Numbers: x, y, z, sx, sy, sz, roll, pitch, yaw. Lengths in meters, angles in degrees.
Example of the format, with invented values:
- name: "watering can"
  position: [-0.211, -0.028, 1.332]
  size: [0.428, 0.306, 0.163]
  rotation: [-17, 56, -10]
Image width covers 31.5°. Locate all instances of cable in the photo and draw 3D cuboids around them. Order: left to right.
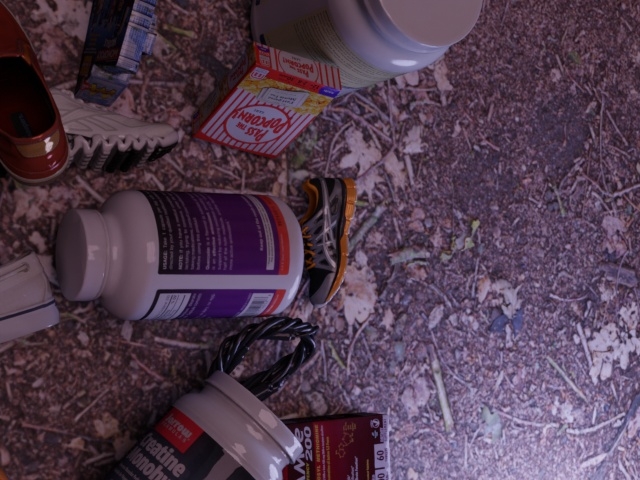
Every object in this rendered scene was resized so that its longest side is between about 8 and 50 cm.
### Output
- name: "cable"
  position: [-0.084, 0.169, 1.684]
  size: [0.184, 0.047, 0.150]
  rotation: [-33, 137, -8]

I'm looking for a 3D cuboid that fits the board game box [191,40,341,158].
- name: "board game box"
  position: [-0.082, -0.204, 1.681]
  size: [0.147, 0.193, 0.045]
  rotation: [12, 55, -31]

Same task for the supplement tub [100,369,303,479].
- name: "supplement tub"
  position: [-0.175, 0.332, 1.549]
  size: [0.272, 0.191, 0.191]
  rotation: [-47, 110, -15]

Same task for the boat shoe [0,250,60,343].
- name: "boat shoe"
  position: [-0.509, 0.079, 1.418]
  size: [0.367, 0.136, 0.156]
  rotation: [-17, 95, -35]

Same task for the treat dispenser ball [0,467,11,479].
- name: "treat dispenser ball"
  position: [-0.484, 0.363, 1.315]
  size: [0.288, 0.288, 0.288]
  rotation: [3, 84, -32]

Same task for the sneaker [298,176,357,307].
- name: "sneaker"
  position: [0.000, 0.000, 1.789]
  size: [0.083, 0.084, 0.215]
  rotation: [12, 76, -18]

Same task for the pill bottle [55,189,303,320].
- name: "pill bottle"
  position: [-0.197, 0.021, 1.594]
  size: [0.323, 0.181, 0.181]
  rotation: [2, 85, -32]

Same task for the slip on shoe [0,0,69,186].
- name: "slip on shoe"
  position: [-0.419, -0.226, 1.469]
  size: [0.123, 0.101, 0.331]
  rotation: [-23, 70, -21]

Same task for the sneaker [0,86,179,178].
- name: "sneaker"
  position: [-0.336, -0.156, 1.568]
  size: [0.292, 0.110, 0.118]
  rotation: [-3, 75, -29]

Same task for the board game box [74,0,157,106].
- name: "board game box"
  position: [-0.280, -0.284, 1.590]
  size: [0.060, 0.194, 0.194]
  rotation: [14, 92, -30]

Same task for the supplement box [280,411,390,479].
- name: "supplement box"
  position: [-0.008, 0.338, 1.749]
  size: [0.239, 0.073, 0.130]
  rotation: [-1, 86, -32]

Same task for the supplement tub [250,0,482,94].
- name: "supplement tub"
  position: [0.065, -0.354, 1.710]
  size: [0.235, 0.325, 0.235]
  rotation: [3, 84, -32]
